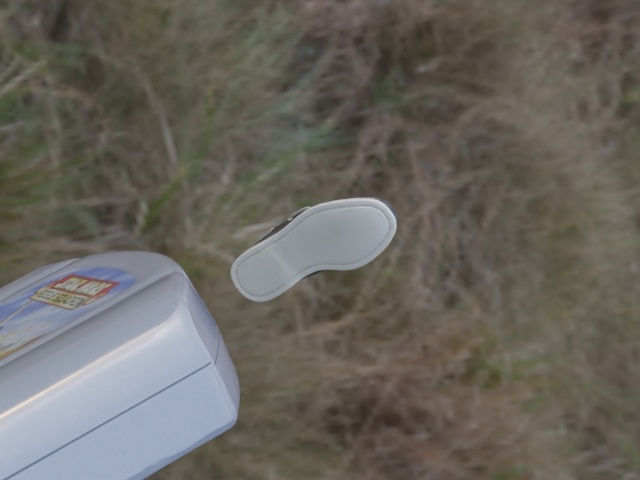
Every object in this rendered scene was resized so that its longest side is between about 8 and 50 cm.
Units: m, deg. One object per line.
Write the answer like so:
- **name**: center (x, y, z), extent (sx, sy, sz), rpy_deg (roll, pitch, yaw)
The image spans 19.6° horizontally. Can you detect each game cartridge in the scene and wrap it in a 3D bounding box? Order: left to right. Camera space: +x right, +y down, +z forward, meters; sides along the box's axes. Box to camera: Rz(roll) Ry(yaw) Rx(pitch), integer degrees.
- **game cartridge**: center (-0.141, 0.070, 0.735), extent (0.198, 0.297, 0.062), rpy_deg (-33, 101, -15)

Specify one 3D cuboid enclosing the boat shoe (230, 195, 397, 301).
- **boat shoe**: center (0.000, 0.000, 1.124), extent (0.046, 0.125, 0.038), rpy_deg (53, 38, -9)
